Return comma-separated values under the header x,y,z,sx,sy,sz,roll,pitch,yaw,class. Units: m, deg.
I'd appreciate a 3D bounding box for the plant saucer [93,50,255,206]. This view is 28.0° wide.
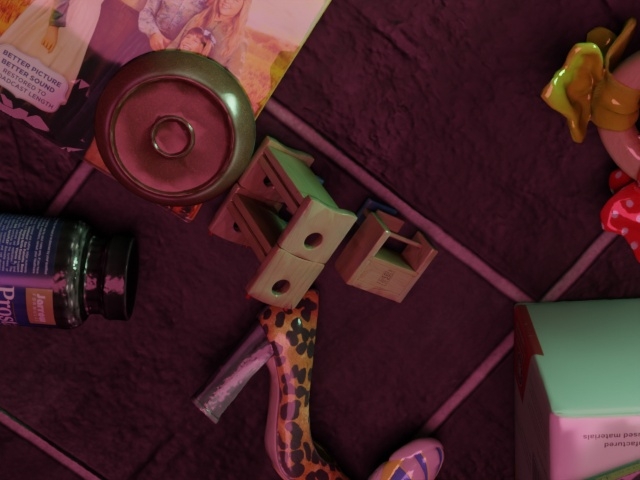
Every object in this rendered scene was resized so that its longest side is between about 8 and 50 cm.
x,y,z,sx,sy,sz,roll,pitch,yaw,class
-0.151,-0.110,1.319,0.168,0.029,0.169,0,110,1,plant saucer

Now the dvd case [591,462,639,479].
x,y,z,sx,sy,sz,roll,pitch,yaw,class
0.337,0.277,1.222,0.221,0.018,0.165,-22,110,6,dvd case

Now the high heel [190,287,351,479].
x,y,z,sx,sy,sz,roll,pitch,yaw,class
0.002,0.185,1.467,0.261,0.093,0.186,42,87,-24,high heel

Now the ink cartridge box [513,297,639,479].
x,y,z,sx,sy,sz,roll,pitch,yaw,class
0.303,0.291,1.386,0.160,0.279,0.385,-3,110,1,ink cartridge box

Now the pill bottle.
x,y,z,sx,sy,sz,roll,pitch,yaw,class
-0.312,0.033,1.389,0.219,0.123,0.123,4,110,0,pill bottle

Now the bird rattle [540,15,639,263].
x,y,z,sx,sy,sz,roll,pitch,yaw,class
0.341,-0.103,1.282,0.207,0.143,0.254,-22,101,43,bird rattle

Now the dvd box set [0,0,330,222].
x,y,z,sx,sy,sz,roll,pitch,yaw,class
-0.154,-0.266,1.308,0.307,0.062,0.420,32,108,-10,dvd box set

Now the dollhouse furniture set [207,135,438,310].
x,y,z,sx,sy,sz,roll,pitch,yaw,class
0.000,0.000,1.389,0.183,0.129,0.129,21,113,-38,dollhouse furniture set

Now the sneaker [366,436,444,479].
x,y,z,sx,sy,sz,roll,pitch,yaw,class
0.089,0.347,1.478,0.091,0.126,0.240,18,112,-52,sneaker
